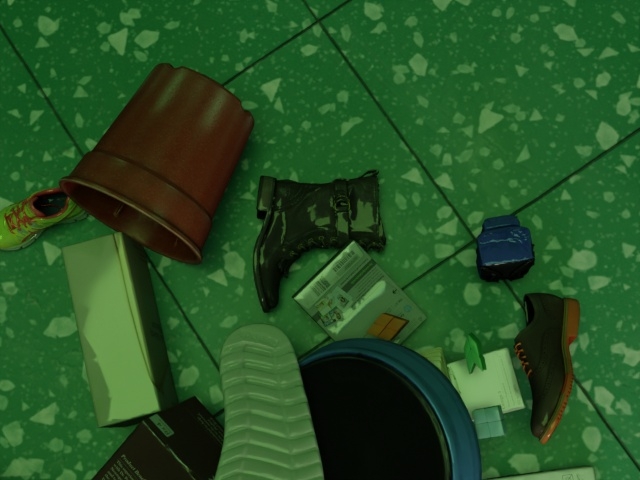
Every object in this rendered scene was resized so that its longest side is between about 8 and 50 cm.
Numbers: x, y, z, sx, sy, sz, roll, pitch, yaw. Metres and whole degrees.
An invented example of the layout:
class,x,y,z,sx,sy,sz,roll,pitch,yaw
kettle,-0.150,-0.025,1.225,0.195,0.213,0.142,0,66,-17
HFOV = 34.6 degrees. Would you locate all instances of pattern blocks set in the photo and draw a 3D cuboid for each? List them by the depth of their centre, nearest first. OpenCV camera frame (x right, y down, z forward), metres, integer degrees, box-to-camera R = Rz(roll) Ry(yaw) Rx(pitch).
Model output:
class,x,y,z,sx,sy,sz,roll,pitch,yaw
pattern blocks set,0.130,0.260,1.653,0.325,0.026,0.285,-28,75,28

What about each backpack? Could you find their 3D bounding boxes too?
class,x,y,z,sx,sy,sz,roll,pitch,yaw
backpack,0.311,0.017,1.734,0.098,0.120,0.101,-3,70,7

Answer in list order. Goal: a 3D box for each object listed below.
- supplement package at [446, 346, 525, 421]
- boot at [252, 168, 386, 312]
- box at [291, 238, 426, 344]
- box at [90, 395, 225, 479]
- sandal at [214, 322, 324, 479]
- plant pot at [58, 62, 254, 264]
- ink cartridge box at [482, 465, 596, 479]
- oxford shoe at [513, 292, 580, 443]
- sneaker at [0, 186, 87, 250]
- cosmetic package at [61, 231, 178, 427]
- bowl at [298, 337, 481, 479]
class,x,y,z,sx,sy,sz,roll,pitch,yaw
supplement package,0.235,0.250,1.704,0.179,0.105,0.105,-16,81,3
boot,0.000,0.000,1.786,0.229,0.091,0.262,4,87,-2
box,0.066,0.113,1.751,0.145,0.038,0.186,-45,97,-3
box,-0.247,0.393,1.661,0.168,0.167,0.203,46,109,12
sandal,-0.079,0.331,1.589,0.169,0.102,0.416,0,62,-1
plant pot,-0.259,-0.140,1.757,0.272,0.272,0.265,26,75,9
ink cartridge box,0.293,0.471,1.681,0.333,0.065,0.165,-7,79,3
oxford shoe,0.356,0.204,1.673,0.098,0.097,0.271,15,51,2
sneaker,-0.517,-0.049,1.836,0.209,0.094,0.081,-26,80,2
cosmetic package,-0.338,0.156,1.749,0.113,0.160,0.309,-16,80,2
bowl,0.061,0.351,1.631,0.391,0.077,0.391,-1,88,32
